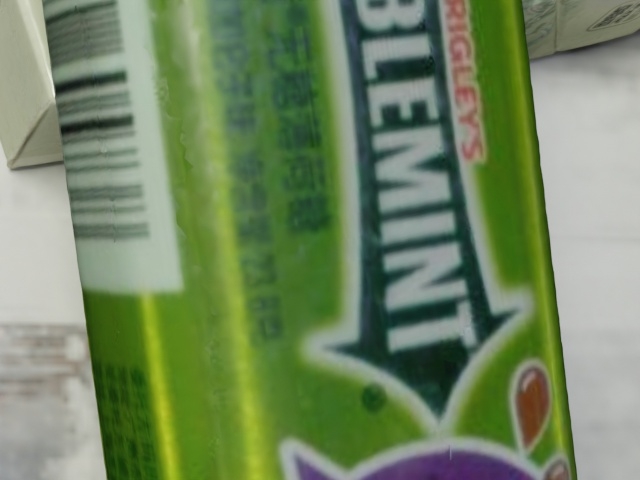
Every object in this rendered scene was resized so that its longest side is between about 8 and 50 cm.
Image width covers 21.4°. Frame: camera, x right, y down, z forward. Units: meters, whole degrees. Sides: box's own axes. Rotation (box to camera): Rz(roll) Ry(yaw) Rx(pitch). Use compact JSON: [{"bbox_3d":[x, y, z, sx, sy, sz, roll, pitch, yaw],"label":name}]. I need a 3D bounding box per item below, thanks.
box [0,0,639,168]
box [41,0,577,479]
[{"bbox_3d":[-0.004,-0.133,0.581,0.256,0.069,0.164,-15,79,-26],"label":"box"},{"bbox_3d":[0.000,0.000,0.467,0.134,0.097,0.346,-8,94,-25],"label":"box"}]
